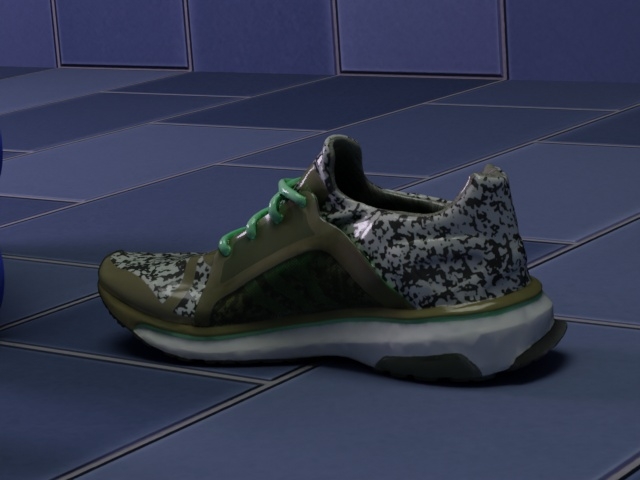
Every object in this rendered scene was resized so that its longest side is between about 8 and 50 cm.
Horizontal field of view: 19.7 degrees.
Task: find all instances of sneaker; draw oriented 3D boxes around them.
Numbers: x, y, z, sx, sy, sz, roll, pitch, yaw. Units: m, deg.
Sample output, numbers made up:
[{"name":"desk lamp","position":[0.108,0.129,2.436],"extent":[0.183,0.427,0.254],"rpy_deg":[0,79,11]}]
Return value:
[{"name":"sneaker","position":[0.000,0.000,1.496],"extent":[0.410,0.182,0.158],"rpy_deg":[2,14,26]}]

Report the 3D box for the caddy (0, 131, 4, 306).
[{"name":"caddy","position":[-0.404,-0.041,1.684],"extent":[0.179,0.241,0.341],"rpy_deg":[-4,11,-21]}]
